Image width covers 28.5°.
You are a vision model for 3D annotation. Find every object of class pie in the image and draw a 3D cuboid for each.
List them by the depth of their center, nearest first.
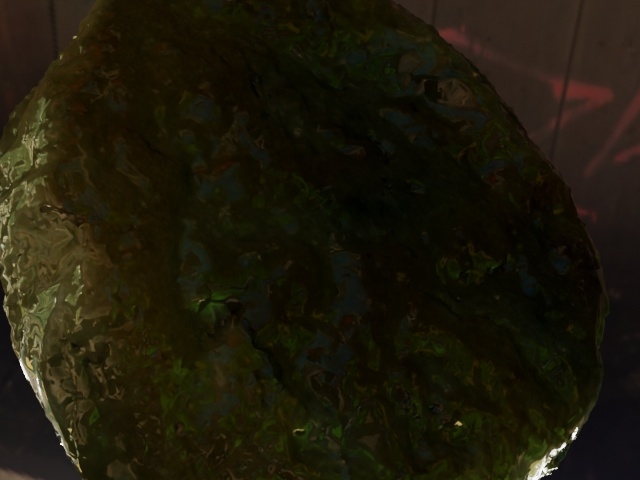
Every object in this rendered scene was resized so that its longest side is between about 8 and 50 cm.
[{"bbox_3d":[0.000,0.000,0.495,0.277,0.277,0.078,40,-43,-11],"label":"pie"}]
